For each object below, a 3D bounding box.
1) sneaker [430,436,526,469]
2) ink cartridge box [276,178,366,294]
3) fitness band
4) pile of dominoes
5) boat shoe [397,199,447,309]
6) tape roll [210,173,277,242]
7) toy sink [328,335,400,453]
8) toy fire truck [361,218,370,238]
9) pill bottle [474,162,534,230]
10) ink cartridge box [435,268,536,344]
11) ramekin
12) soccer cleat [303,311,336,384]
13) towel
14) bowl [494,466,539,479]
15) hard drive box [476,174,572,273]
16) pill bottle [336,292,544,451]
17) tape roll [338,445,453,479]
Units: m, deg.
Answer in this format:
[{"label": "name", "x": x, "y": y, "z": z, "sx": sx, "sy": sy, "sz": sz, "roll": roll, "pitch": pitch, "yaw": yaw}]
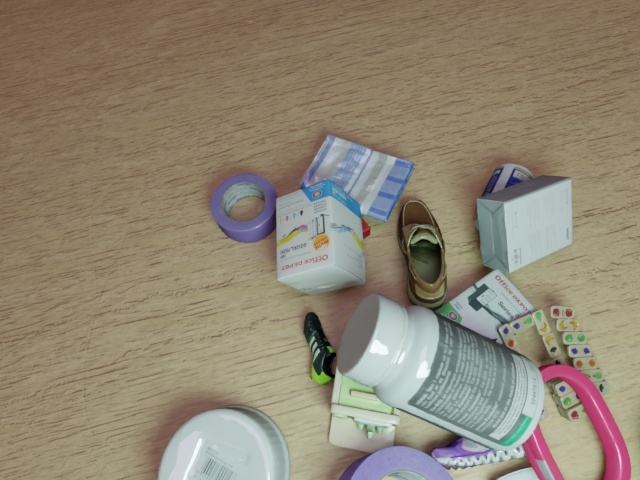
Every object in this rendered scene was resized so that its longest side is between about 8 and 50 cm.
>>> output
[{"label": "sneaker", "x": 0.351, "y": 0.437, "z": 0.945, "sx": 0.237, "sy": 0.095, "sz": 0.104, "roll": -9, "pitch": 60, "yaw": -6}, {"label": "ink cartridge box", "x": 0.000, "y": 0.000, "z": 1.099, "sx": 0.171, "sy": 0.168, "sz": 0.232, "roll": -17, "pitch": 62, "yaw": 28}, {"label": "fitness band", "x": 0.522, "y": 0.407, "z": 0.896, "sx": 0.209, "sy": 0.054, "sz": 0.290, "roll": -17, "pitch": 77, "yaw": -20}, {"label": "pile of dominoes", "x": 0.543, "y": 0.277, "z": 0.975, "sx": 0.196, "sy": 0.040, "sz": 0.251, "roll": -23, "pitch": 89, "yaw": -7}, {"label": "boat shoe", "x": 0.270, "y": 0.014, "z": 1.107, "sx": 0.123, "sy": 0.119, "sz": 0.323, "roll": -6, "pitch": 53, "yaw": 4}, {"label": "tape roll", "x": -0.213, "y": -0.094, "z": 1.238, "sx": 0.189, "sy": 0.080, "sz": 0.188, "roll": -1, "pitch": 66, "yaw": 3}, {"label": "toy sink", "x": 0.105, "y": 0.353, "z": 0.977, "sx": 0.153, "sy": 0.131, "sz": 0.234, "roll": 8, "pitch": 66, "yaw": 9}, {"label": "toy fire truck", "x": 0.110, "y": -0.113, "z": 1.238, "sx": 0.135, "sy": 0.047, "sz": 0.192, "roll": -37, "pitch": 67, "yaw": -10}, {"label": "pill bottle", "x": 0.496, "y": -0.107, "z": 1.168, "sx": 0.112, "sy": 0.112, "sz": 0.186, "roll": 27, "pitch": 70, "yaw": 16}, {"label": "ink cartridge box", "x": 0.398, "y": 0.189, "z": 1.052, "sx": 0.209, "sy": 0.086, "sz": 0.153, "roll": -33, "pitch": 67, "yaw": -11}, {"label": "ramekin", "x": -0.211, "y": 0.501, "z": 0.933, "sx": 0.278, "sy": 0.135, "sz": 0.277, "roll": -2, "pitch": 65, "yaw": 4}, {"label": "soccer cleat", "x": 0.002, "y": 0.260, "z": 1.058, "sx": 0.072, "sy": 0.060, "sz": 0.178, "roll": -28, "pitch": 63, "yaw": 38}, {"label": "towel", "x": 0.101, "y": -0.186, "z": 1.228, "sx": 0.285, "sy": 0.034, "sz": 0.209, "roll": 24, "pitch": 72, "yaw": 19}, {"label": "bowl", "x": 0.437, "y": 0.558, "z": 0.899, "sx": 0.142, "sy": 0.053, "sz": 0.142, "roll": -15, "pitch": 66, "yaw": -2}, {"label": "hard drive box", "x": 0.512, "y": -0.046, "z": 1.068, "sx": 0.232, "sy": 0.089, "sz": 0.180, "roll": -18, "pitch": 109, "yaw": -22}, {"label": "pill bottle", "x": 0.230, "y": 0.254, "z": 0.852, "sx": 0.361, "sy": 0.204, "sz": 0.204, "roll": 27, "pitch": 68, "yaw": -10}, {"label": "tape roll", "x": 0.156, "y": 0.561, "z": 0.844, "sx": 0.275, "sy": 0.090, "sz": 0.274, "roll": 11, "pitch": 53, "yaw": -15}]
